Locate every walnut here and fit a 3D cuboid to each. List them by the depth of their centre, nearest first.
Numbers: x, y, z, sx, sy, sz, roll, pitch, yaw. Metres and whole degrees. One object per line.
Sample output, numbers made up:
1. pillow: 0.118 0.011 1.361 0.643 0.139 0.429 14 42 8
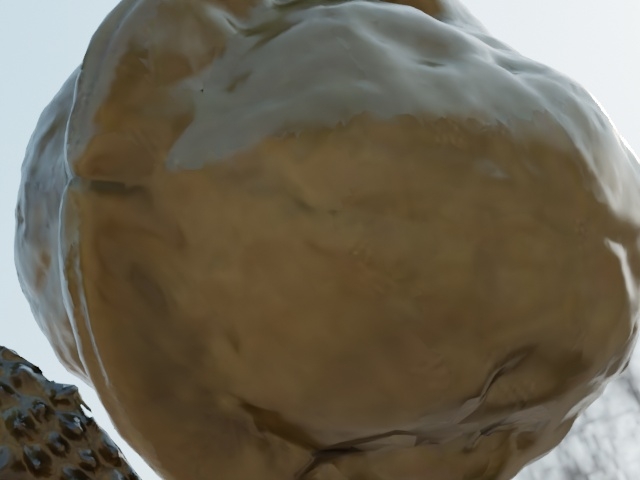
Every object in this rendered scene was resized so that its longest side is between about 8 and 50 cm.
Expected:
1. walnut: 0.003 0.003 0.896 0.384 0.383 0.383 -16 -27 -8

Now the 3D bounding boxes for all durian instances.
1. durian: -0.079 0.082 0.385 0.071 0.140 0.110 -53 14 -20
